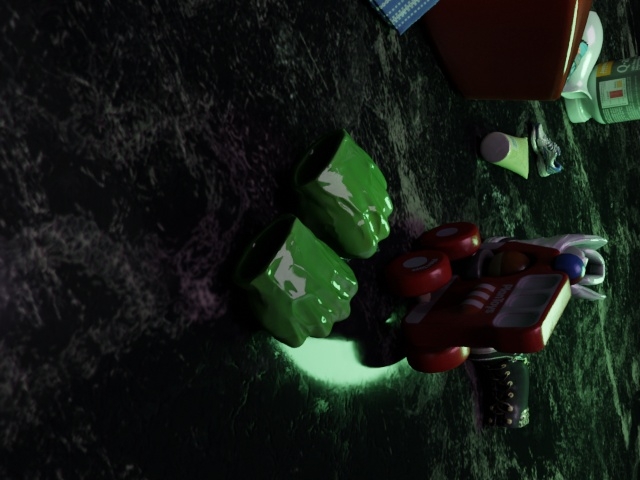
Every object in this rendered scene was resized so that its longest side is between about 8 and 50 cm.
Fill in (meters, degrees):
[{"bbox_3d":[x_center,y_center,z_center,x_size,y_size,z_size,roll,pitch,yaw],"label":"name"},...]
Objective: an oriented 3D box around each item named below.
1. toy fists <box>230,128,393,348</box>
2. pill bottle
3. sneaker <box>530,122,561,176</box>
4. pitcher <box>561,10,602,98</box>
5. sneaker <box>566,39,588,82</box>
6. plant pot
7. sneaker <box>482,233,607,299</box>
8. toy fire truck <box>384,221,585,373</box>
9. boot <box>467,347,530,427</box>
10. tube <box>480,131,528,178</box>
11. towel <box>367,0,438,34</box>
[{"bbox_3d":[0.000,0.000,0.837,0.142,0.096,0.279,48,53,-28],"label":"toy fists"},{"bbox_3d":[0.794,-0.391,1.766,0.162,0.279,0.162,5,84,-54],"label":"pill bottle"},{"bbox_3d":[0.533,-0.217,1.590,0.052,0.058,0.135,-49,125,-43],"label":"sneaker"},{"bbox_3d":[0.609,-0.456,1.671,0.178,0.126,0.207,-7,105,-38],"label":"pitcher"},{"bbox_3d":[0.503,-0.421,1.522,0.262,0.104,0.125,11,104,-37],"label":"sneaker"},{"bbox_3d":[0.349,-0.397,1.208,0.267,0.268,0.235,-58,142,-37],"label":"plant pot"},{"bbox_3d":[0.481,0.076,1.372,0.366,0.210,0.137,22,71,-51],"label":"sneaker"},{"bbox_3d":[0.261,0.080,1.043,0.302,0.254,0.169,-36,116,-48],"label":"toy fire truck"},{"bbox_3d":[0.341,0.268,1.280,0.236,0.085,0.178,6,85,-53],"label":"boot"},{"bbox_3d":[0.399,-0.181,1.416,0.070,0.062,0.240,-54,156,21],"label":"tube"},{"bbox_3d":[0.110,-0.466,0.931,0.336,0.243,0.040,33,21,-48],"label":"towel"}]
